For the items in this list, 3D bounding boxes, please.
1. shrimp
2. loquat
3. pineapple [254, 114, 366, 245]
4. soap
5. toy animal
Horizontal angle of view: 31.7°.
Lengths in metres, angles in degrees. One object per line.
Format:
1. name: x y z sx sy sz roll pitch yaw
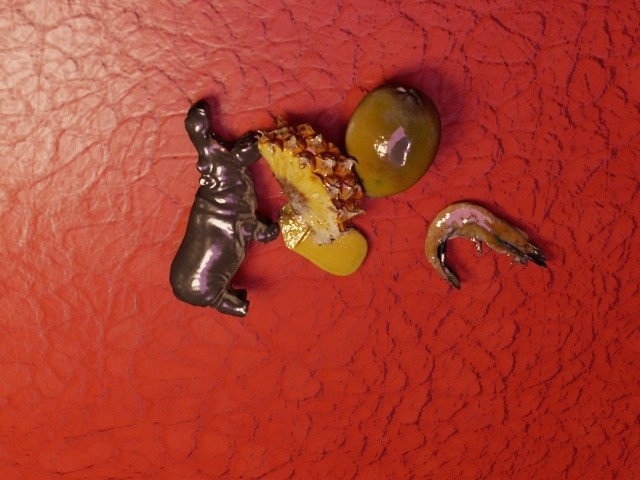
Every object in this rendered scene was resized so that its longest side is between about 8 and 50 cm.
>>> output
1. shrimp: 0.283 0.026 1.950 0.219 0.046 0.152 25 106 -11
2. loquat: 0.114 -0.157 1.808 0.152 0.152 0.195 14 117 -12
3. pineapple: 0.003 -0.095 1.795 0.079 0.135 0.233 -46 117 -30
4. soap: 0.000 0.000 1.913 0.168 0.033 0.089 25 101 -15
5. toy animal: -0.152 -0.050 1.839 0.168 0.106 0.343 4 101 -11
